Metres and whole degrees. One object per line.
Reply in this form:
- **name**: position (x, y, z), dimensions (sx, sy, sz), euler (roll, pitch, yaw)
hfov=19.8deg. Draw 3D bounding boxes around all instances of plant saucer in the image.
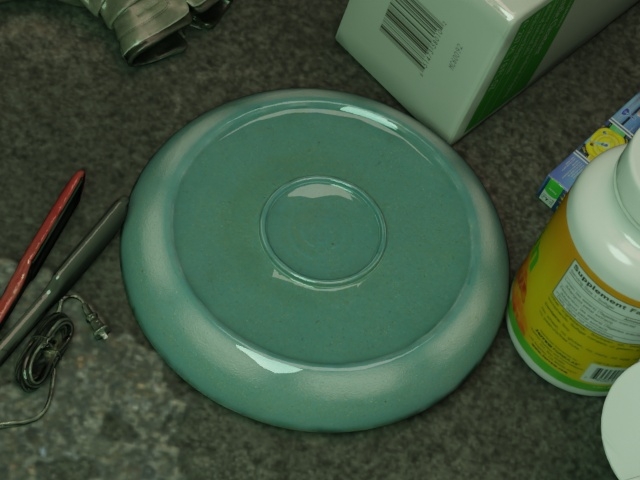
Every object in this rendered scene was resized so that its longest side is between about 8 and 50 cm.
- **plant saucer**: position (0.000, 0.000, 1.462), dimensions (0.317, 0.044, 0.318), euler (4, 58, -7)

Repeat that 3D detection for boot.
- **boot**: position (-0.195, -0.210, 1.534), dimensions (0.246, 0.083, 0.161), euler (-32, 77, -26)

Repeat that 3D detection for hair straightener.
- **hair straightener**: position (-0.202, 0.053, 1.390), dimensions (0.089, 0.047, 0.230), euler (27, 57, 3)

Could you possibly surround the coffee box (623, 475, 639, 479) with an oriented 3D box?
- **coffee box**: position (0.338, 0.329, 1.192), dimensions (0.337, 0.338, 0.334), euler (-12, 64, -20)

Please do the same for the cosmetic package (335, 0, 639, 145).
- **cosmetic package**: position (0.204, -0.269, 1.601), dimensions (0.365, 0.197, 0.155), euler (-37, 74, -28)

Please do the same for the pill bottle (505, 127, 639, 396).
- **pill bottle**: position (0.241, 0.009, 1.412), dimensions (0.136, 0.246, 0.136), euler (7, 58, -11)

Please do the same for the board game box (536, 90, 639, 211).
- **board game box**: position (0.301, -0.059, 1.594), dimensions (0.136, 0.035, 0.201), euler (43, 59, 12)

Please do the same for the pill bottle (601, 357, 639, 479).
- **pill bottle**: position (0.323, 0.120, 1.365), dimensions (0.272, 0.152, 0.152), euler (-11, 60, -50)
